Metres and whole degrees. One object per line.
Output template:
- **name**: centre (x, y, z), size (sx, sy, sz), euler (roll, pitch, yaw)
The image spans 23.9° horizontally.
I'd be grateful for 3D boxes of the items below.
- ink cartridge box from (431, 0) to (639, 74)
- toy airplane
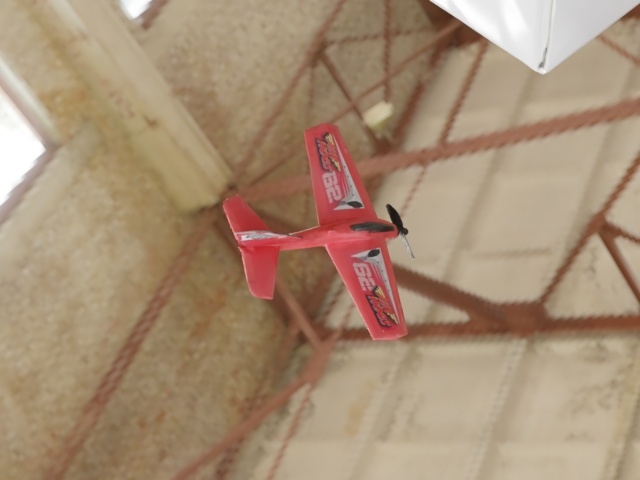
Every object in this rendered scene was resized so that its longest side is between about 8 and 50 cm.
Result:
- **ink cartridge box**: centre (0.071, -0.149, 0.379), size (0.190, 0.082, 0.139), euler (-38, -122, -21)
- **toy airplane**: centre (0.000, 0.000, 0.940), size (0.028, 0.151, 0.151), euler (-35, -158, 44)
